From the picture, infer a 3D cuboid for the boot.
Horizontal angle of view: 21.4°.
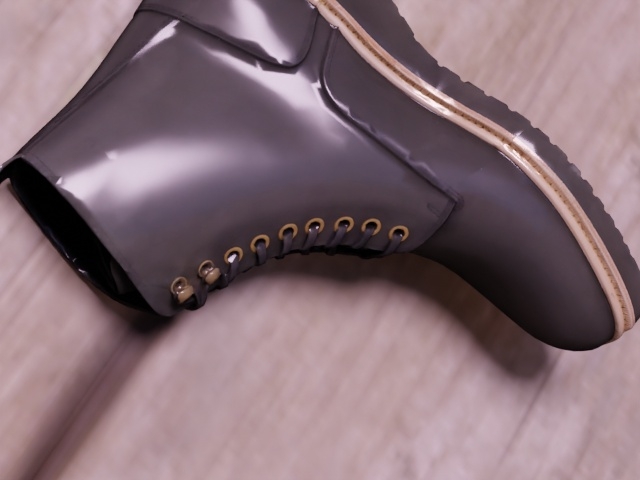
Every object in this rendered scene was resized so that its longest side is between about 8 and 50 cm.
[{"bbox_3d":[0.000,0.000,0.557,0.198,0.077,0.137,41,65,-3],"label":"boot"}]
